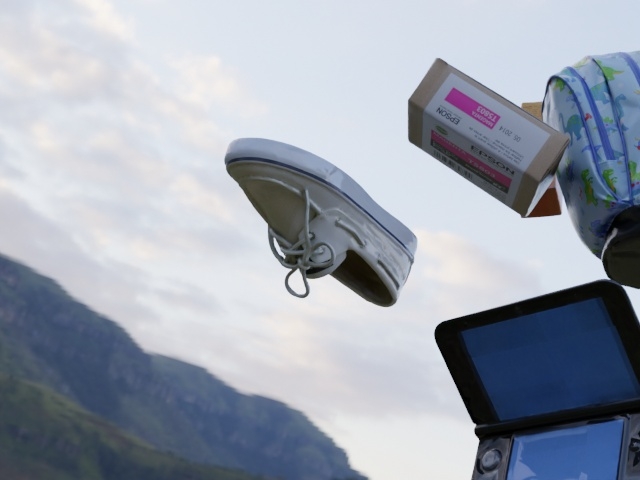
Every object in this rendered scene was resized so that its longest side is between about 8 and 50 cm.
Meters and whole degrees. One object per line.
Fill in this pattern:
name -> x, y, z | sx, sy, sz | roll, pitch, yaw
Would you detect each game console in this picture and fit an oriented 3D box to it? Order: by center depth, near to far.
game console -> 0.270, 0.220, 1.346 | 0.293, 0.250, 0.173 | -21, -52, 42

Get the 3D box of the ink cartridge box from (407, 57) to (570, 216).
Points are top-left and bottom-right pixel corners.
ink cartridge box -> 0.249, -0.153, 1.663 | 0.234, 0.088, 0.193 | 35, -8, 13

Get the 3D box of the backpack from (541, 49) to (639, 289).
backpack -> 0.478, -0.128, 1.691 | 0.273, 0.355, 0.290 | 3, -19, 11

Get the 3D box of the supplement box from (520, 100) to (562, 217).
supplement box -> 0.395, -0.149, 1.952 | 0.080, 0.233, 0.078 | -6, -44, 19

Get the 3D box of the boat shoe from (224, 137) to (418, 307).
boat shoe -> -0.006, 0.001, 1.504 | 0.136, 0.156, 0.367 | -5, -29, 39
